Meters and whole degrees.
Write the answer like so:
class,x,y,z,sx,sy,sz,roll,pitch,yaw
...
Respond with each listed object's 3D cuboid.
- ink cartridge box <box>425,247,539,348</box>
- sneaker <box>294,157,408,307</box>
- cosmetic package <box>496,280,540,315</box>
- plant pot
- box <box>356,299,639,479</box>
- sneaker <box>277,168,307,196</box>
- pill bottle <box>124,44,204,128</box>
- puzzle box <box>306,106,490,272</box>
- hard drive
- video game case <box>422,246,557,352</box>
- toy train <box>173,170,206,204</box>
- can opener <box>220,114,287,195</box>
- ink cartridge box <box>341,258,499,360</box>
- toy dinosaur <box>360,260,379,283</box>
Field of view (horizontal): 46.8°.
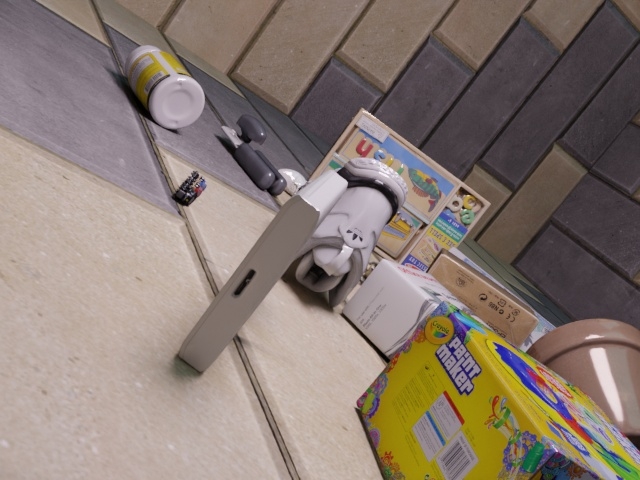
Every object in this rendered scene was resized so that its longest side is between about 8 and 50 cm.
class,x,y,z,sx,sy,sz,roll,pitch,yaw
ink cartridge box,0.327,0.119,1.545,0.235,0.088,0.193,35,7,7
sneaker,0.000,0.000,1.273,0.137,0.210,0.366,35,-22,-12
cosmetic package,0.499,0.178,2.109,0.238,0.107,0.127,26,16,-34
plant pot,0.524,0.314,1.386,0.263,0.263,0.229,33,30,-21
box,0.227,0.258,0.819,0.279,0.177,0.290,33,12,-22
sneaker,-0.045,-0.119,1.776,0.152,0.053,0.061,36,15,-11
pill bottle,-0.338,-0.332,1.578,0.119,0.119,0.208,26,17,-44
puzzle box,0.181,-0.104,1.848,0.409,0.272,0.052,35,10,-9
hard drive,-0.052,0.018,0.856,0.040,0.203,0.307,37,12,-1
video game case,0.373,0.167,1.692,0.329,0.036,0.300,40,33,13
toy train,-0.212,-0.087,1.227,0.036,0.027,0.158,39,12,-11
can opener,-0.149,-0.212,1.723,0.076,0.095,0.283,26,16,-41
ink cartridge box,0.204,0.171,1.210,0.289,0.121,0.211,43,13,30
toy dinosaur,0.136,0.102,1.445,0.268,0.064,0.118,43,6,10
